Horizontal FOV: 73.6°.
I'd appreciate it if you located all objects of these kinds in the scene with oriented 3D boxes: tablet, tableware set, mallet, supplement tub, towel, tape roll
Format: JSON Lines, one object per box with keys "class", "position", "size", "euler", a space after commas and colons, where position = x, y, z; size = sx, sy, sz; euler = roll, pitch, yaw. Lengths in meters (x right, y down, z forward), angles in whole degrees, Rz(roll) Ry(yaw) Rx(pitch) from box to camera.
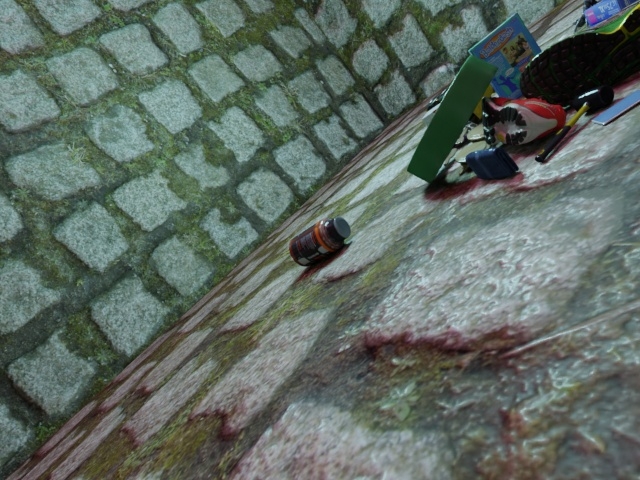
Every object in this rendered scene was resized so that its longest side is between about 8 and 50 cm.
{"class": "tablet", "position": [0.511, -0.226, 0.726], "size": [0.083, 0.006, 0.054], "euler": [-37, 11, 21]}
{"class": "tableware set", "position": [0.405, -0.241, 1.084], "size": [0.128, 0.039, 0.194], "euler": [-9, 35, 44]}
{"class": "mallet", "position": [0.457, -0.213, 0.796], "size": [0.189, 0.039, 0.062], "euler": [-44, 10, -3]}
{"class": "supplement tub", "position": [0.000, 0.000, 1.309], "size": [0.198, 0.106, 0.106], "euler": [-31, 13, 39]}
{"class": "towel", "position": [0.340, -0.155, 0.859], "size": [0.029, 0.067, 0.119], "euler": [-42, 10, -2]}
{"class": "tape roll", "position": [0.334, -0.304, 1.103], "size": [0.321, 0.077, 0.321], "euler": [-58, -8, -13]}

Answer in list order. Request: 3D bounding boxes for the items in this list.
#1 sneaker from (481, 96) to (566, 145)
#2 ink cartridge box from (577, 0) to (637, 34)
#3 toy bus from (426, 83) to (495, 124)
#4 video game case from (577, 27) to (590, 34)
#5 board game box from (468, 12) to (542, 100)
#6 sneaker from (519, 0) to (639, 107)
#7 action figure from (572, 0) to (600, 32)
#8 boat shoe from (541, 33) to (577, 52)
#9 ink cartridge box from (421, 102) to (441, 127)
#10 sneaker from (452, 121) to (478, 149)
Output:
{"class": "sneaker", "position": [0.437, -0.266, 0.942], "size": [0.118, 0.107, 0.279], "euler": [-12, 23, 4]}
{"class": "ink cartridge box", "position": [0.886, -0.693, 1.187], "size": [0.311, 0.065, 0.186], "euler": [-32, 11, 15]}
{"class": "toy bus", "position": [0.495, -0.500, 1.467], "size": [0.211, 0.149, 0.220], "euler": [-55, 10, -5]}
{"class": "video game case", "position": [0.778, -0.588, 1.304], "size": [0.193, 0.023, 0.212], "euler": [-38, 11, 5]}
{"class": "board game box", "position": [0.580, -0.548, 1.305], "size": [0.160, 0.210, 0.047], "euler": [-35, 11, 21]}
{"class": "sneaker", "position": [0.588, -0.385, 0.874], "size": [0.343, 0.134, 0.146], "euler": [-20, 13, 38]}
{"class": "action figure", "position": [0.911, -0.789, 1.370], "size": [0.275, 0.141, 0.164], "euler": [-37, 11, -8]}
{"class": "boat shoe", "position": [0.646, -0.483, 1.107], "size": [0.098, 0.096, 0.277], "euler": [-37, 10, 9]}
{"class": "ink cartridge box", "position": [0.410, -0.373, 1.376], "size": [0.099, 0.135, 0.056], "euler": [-28, 18, 50]}
{"class": "sneaker", "position": [0.412, -0.316, 1.337], "size": [0.170, 0.071, 0.068], "euler": [-14, 45, 34]}
